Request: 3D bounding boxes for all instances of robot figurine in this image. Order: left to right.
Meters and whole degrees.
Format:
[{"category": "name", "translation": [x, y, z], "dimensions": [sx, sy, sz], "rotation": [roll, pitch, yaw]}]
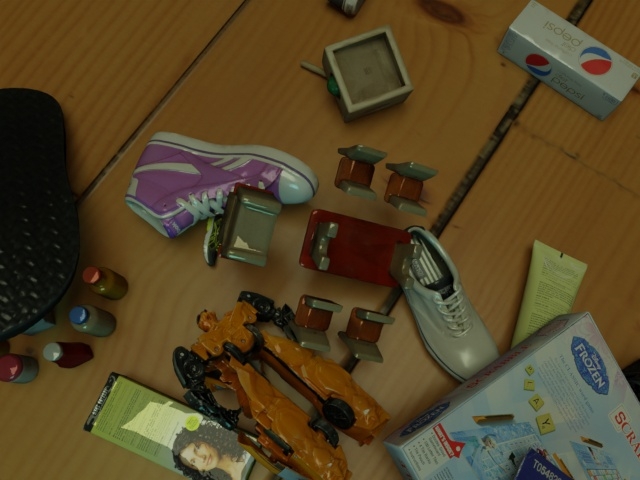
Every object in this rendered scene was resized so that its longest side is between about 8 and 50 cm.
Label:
[{"category": "robot figurine", "translation": [-0.060, 0.201, 0.777], "dimensions": [0.291, 0.085, 0.211], "rotation": [39, 45, 11]}]

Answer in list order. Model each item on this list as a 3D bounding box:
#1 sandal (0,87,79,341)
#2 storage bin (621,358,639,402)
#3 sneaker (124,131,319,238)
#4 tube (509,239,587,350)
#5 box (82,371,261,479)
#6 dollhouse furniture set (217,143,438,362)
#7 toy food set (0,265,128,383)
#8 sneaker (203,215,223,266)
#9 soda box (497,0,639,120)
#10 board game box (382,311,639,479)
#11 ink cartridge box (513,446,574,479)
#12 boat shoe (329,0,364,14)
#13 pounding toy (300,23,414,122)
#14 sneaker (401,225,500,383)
[{"category": "sandal", "translation": [-0.433, -0.041, 0.834], "dimensions": [0.167, 0.107, 0.446], "rotation": [2, 52, -19]}, {"category": "storage bin", "translation": [0.483, 0.248, 0.769], "dimensions": [0.084, 0.122, 0.180], "rotation": [-29, 77, -8]}, {"category": "sneaker", "translation": [-0.151, -0.059, 0.852], "dimensions": [0.281, 0.102, 0.161], "rotation": [9, 58, 14]}, {"category": "tube", "translation": [0.323, 0.123, 0.841], "dimensions": [0.062, 0.070, 0.240], "rotation": [7, 67, 42]}, {"category": "box", "translation": [-0.200, 0.267, 0.796], "dimensions": [0.232, 0.058, 0.088], "rotation": [21, 75, 6]}, {"category": "dollhouse furniture set", "translation": [0.000, 0.000, 0.776], "dimensions": [0.258, 0.135, 0.262], "rotation": [14, 94, -16]}, {"category": "toy food set", "translation": [-0.386, 0.126, 0.809], "dimensions": [0.232, 0.104, 0.111], "rotation": [-24, 76, -7]}, {"category": "sneaker", "translation": [-0.159, -0.001, 0.883], "dimensions": [0.035, 0.031, 0.084], "rotation": [3, 75, 0]}, {"category": "soda box", "translation": [0.407, -0.297, 0.948], "dimensions": [0.216, 0.069, 0.074], "rotation": [38, 78, 9]}, {"category": "board game box", "translation": [0.289, 0.306, 0.725], "dimensions": [0.317, 0.066, 0.319], "rotation": [-28, 88, -18]}, {"category": "ink cartridge box", "translation": [0.267, 0.384, 0.632], "dimensions": [0.223, 0.045, 0.224], "rotation": [37, 73, -14]}, {"category": "boat shoe", "translation": [0.076, -0.501, 1.004], "dimensions": [0.076, 0.080, 0.229], "rotation": [27, 84, 5]}, {"category": "pounding toy", "translation": [0.055, -0.269, 0.936], "dimensions": [0.141, 0.100, 0.130], "rotation": [-21, 90, -3]}, {"category": "sneaker", "translation": [0.175, 0.095, 0.826], "dimensions": [0.094, 0.091, 0.258], "rotation": [-31, 77, -8]}]
